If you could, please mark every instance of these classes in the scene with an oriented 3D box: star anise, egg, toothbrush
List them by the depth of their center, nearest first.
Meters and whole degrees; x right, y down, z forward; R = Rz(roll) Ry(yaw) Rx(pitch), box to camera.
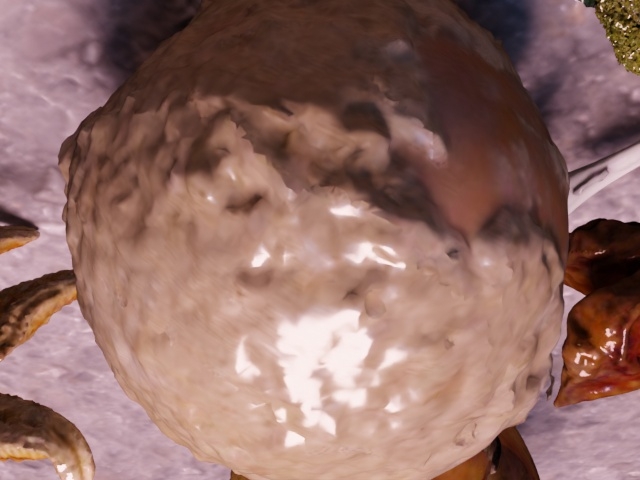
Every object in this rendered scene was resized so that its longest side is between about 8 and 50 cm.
[{"bbox_3d":[0.000,0.000,0.518,0.279,0.279,0.310,1,160,-5],"label":"egg"},{"bbox_3d":[0.208,0.019,0.546,0.111,0.196,0.212,32,95,-14],"label":"star anise"},{"bbox_3d":[0.118,-0.010,0.610,0.040,0.040,0.386,20,151,-25],"label":"toothbrush"}]

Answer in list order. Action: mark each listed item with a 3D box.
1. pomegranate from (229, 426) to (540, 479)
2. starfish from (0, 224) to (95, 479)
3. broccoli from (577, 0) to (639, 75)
[{"bbox_3d":[0.055,0.227,0.799,0.281,0.281,0.281,-2,141,-1],"label":"pomegranate"},{"bbox_3d":[-0.264,0.058,0.522,0.327,0.375,0.094,15,112,-4],"label":"starfish"},{"bbox_3d":[0.188,-0.139,0.475,0.131,0.130,0.120,-37,169,18],"label":"broccoli"}]
